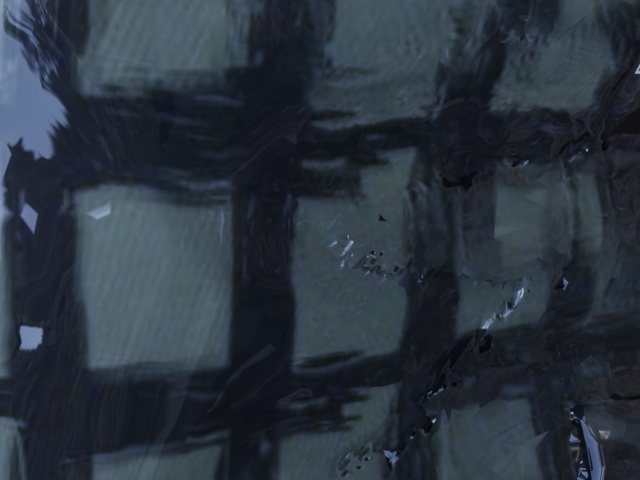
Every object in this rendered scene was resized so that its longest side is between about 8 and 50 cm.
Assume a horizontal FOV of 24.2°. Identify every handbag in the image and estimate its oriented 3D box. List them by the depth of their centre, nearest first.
[{"bbox_3d":[0.000,0.000,0.495,0.162,0.327,0.325,-132,44,-74],"label":"handbag"}]
